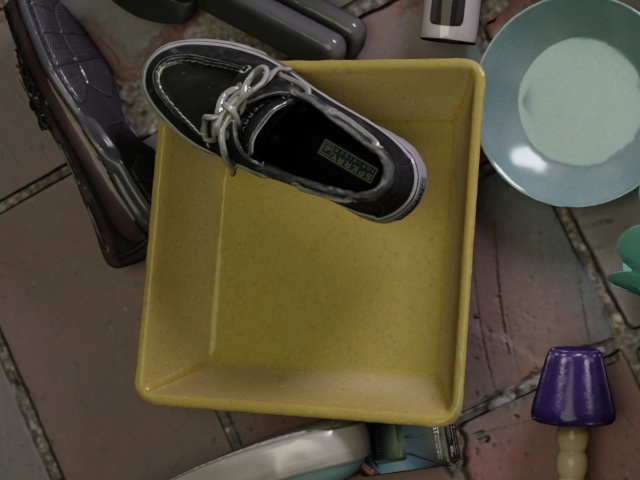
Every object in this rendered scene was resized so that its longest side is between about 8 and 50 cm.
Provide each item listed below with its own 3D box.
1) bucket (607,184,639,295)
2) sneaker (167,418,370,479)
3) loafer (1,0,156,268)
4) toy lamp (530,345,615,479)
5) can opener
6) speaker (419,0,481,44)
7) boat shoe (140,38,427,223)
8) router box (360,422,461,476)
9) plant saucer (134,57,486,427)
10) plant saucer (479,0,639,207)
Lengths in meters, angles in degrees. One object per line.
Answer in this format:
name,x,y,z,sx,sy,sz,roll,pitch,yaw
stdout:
bucket,0.373,-0.049,1.484,0.183,0.281,0.281,24,100,13
sneaker,-0.086,0.285,1.745,0.366,0.135,0.150,-27,85,30
loafer,-0.245,-0.111,1.806,0.095,0.109,0.302,-34,82,23
toy lamp,0.226,0.234,1.644,0.080,0.080,0.275,4,93,21
can opener,-0.086,-0.234,1.768,0.280,0.074,0.093,26,135,20
speaker,0.126,-0.253,1.683,0.055,0.055,0.136,8,94,21
boat shoe,-0.052,-0.105,1.636,0.306,0.105,0.113,34,97,24
router box,0.077,0.159,1.720,0.092,0.038,0.122,-11,87,20
plant saucer,0.000,0.000,1.701,0.333,0.081,0.333,2,84,25
plant saucer,0.236,-0.127,1.652,0.195,0.037,0.195,0,91,20
